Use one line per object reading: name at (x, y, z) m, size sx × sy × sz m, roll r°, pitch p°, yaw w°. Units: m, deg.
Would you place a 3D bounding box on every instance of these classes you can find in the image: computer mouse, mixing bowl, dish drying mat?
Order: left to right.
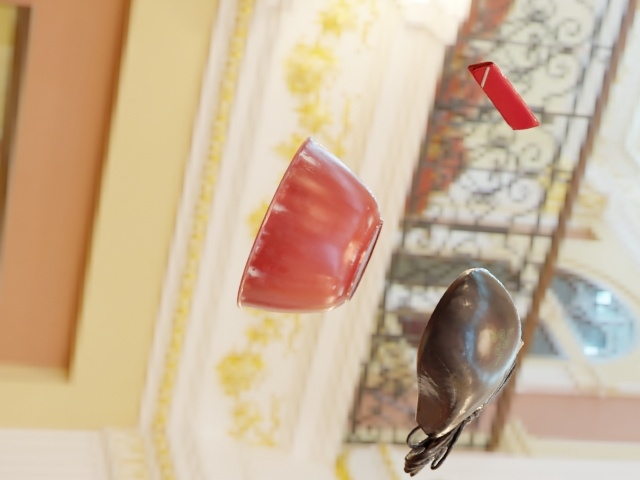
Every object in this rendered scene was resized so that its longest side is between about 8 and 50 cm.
mixing bowl at (0.000, 0.000, 1.595) m, size 0.181 × 0.098 × 0.181 m, roll 22°, pitch 90°, yaw -85°
computer mouse at (0.154, 0.126, 1.636) m, size 0.188 × 0.072 × 0.272 m, roll -51°, pitch 158°, yaw -22°
dish drying mat at (0.167, -0.131, 1.515) m, size 0.032 × 0.083 × 0.008 m, roll -9°, pitch -137°, yaw 42°
